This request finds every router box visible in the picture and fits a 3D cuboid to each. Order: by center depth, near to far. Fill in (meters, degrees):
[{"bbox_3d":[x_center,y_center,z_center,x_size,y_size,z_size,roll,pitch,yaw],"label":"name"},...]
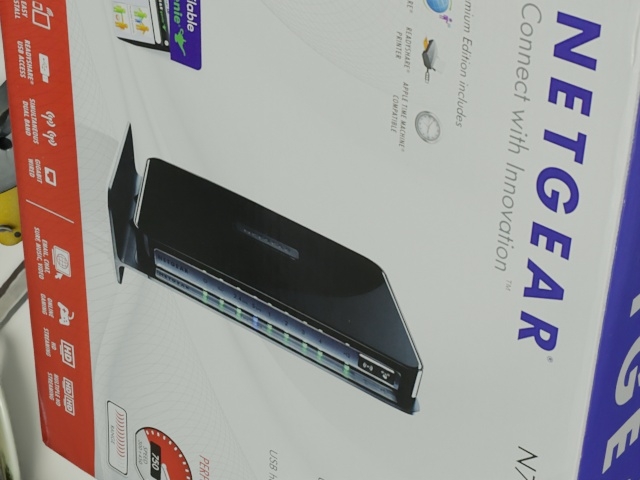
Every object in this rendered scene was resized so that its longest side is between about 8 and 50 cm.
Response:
[{"bbox_3d":[0.000,0.000,0.587,0.301,0.082,0.335,24,128,33],"label":"router box"}]

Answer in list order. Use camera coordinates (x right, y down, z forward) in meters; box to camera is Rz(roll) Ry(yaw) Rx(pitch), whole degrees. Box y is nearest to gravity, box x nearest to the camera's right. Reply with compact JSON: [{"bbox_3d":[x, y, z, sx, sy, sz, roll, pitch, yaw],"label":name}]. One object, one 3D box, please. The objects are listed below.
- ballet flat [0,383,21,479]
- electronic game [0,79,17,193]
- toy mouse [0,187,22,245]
[{"bbox_3d":[-0.235,0.063,0.732,0.123,0.123,0.348,-6,124,20],"label":"ballet flat"},{"bbox_3d":[-0.200,-0.129,0.695,0.229,0.048,0.229,3,102,13],"label":"electronic game"},{"bbox_3d":[-0.221,-0.023,0.761,0.143,0.031,0.161,10,114,14],"label":"toy mouse"}]
